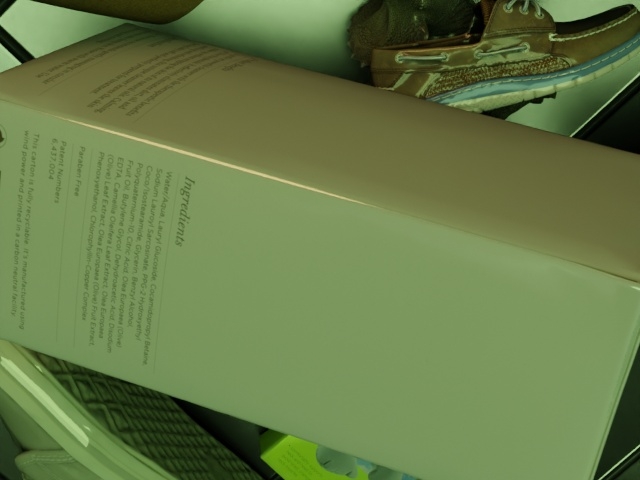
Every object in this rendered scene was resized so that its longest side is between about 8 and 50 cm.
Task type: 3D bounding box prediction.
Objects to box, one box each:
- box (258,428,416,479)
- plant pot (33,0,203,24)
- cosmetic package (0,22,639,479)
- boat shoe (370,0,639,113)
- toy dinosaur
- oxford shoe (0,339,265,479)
[{"bbox_3d":[0.051,0.144,0.942,0.178,0.042,0.109,-42,107,10],"label":"box"},{"bbox_3d":[-0.174,-0.241,0.708,0.254,0.237,0.237,29,105,-37],"label":"plant pot"},{"bbox_3d":[0.000,0.000,0.673,0.366,0.197,0.155,18,115,13],"label":"cosmetic package"},{"bbox_3d":[0.120,-0.123,0.743,0.183,0.066,0.066,-20,106,-2],"label":"boat shoe"},{"bbox_3d":[0.082,-0.074,0.848,0.160,0.121,0.313,8,109,4],"label":"toy dinosaur"},{"bbox_3d":[-0.162,0.171,0.872,0.130,0.169,0.449,-38,112,9],"label":"oxford shoe"}]
